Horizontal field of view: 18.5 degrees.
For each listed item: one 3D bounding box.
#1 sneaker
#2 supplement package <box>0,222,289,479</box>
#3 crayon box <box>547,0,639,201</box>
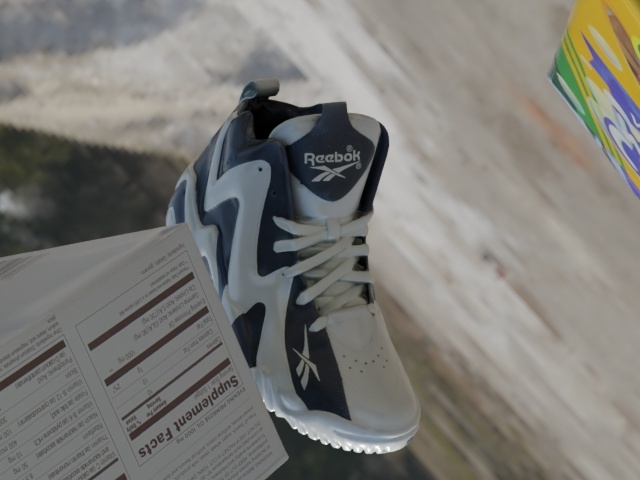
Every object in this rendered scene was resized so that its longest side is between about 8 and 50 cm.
[{"bbox_3d":[0.000,0.000,1.151,0.235,0.094,0.153,60,141,37],"label":"sneaker"},{"bbox_3d":[-0.191,0.110,1.047,0.262,0.204,0.145,-9,109,43],"label":"supplement package"},{"bbox_3d":[0.166,-0.015,0.606,0.203,0.083,0.323,54,-179,5],"label":"crayon box"}]
